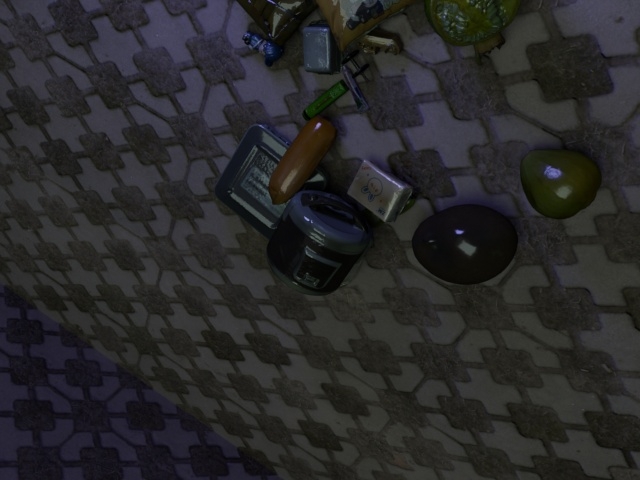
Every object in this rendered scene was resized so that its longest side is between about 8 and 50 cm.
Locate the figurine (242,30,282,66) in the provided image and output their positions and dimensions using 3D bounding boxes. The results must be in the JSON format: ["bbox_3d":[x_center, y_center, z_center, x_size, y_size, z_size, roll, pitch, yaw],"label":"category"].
[{"bbox_3d":[-0.199,-0.675,1.766,0.149,0.086,0.087,39,86,16],"label":"figurine"}]

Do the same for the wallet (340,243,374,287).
[{"bbox_3d":[0.028,0.044,2.036,0.335,0.068,0.274,29,121,17],"label":"wallet"}]

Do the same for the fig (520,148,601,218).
[{"bbox_3d":[0.705,-0.170,1.515,0.230,0.207,0.207,23,127,42],"label":"fig"}]

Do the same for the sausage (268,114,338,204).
[{"bbox_3d":[-0.078,-0.276,1.798,0.134,0.116,0.354,39,97,32],"label":"sausage"}]

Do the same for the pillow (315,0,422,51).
[{"bbox_3d":[0.113,-0.778,1.510,0.310,0.119,0.312,-26,101,21],"label":"pillow"}]

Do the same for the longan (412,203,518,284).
[{"bbox_3d":[0.474,0.016,1.685,0.350,0.288,0.288,-7,112,41],"label":"longan"}]

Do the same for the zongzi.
[{"bbox_3d":[-0.119,-0.819,1.634,0.289,0.123,0.260,-41,87,19],"label":"zongzi"}]

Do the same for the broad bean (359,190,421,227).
[{"bbox_3d":[0.243,-0.109,1.853,0.325,0.067,0.075,-25,128,31],"label":"broad bean"}]

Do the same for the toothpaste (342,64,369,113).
[{"bbox_3d":[0.115,-0.514,1.720,0.045,0.028,0.170,-14,112,38],"label":"toothpaste"}]

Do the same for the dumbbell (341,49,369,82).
[{"bbox_3d":[0.114,-0.579,1.660,0.069,0.069,0.147,-32,98,35],"label":"dumbbell"}]

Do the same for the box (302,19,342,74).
[{"bbox_3d":[0.003,-0.632,1.671,0.124,0.093,0.172,9,119,22],"label":"box"}]

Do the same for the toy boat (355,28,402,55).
[{"bbox_3d":[0.161,-0.636,1.616,0.206,0.064,0.072,21,141,18],"label":"toy boat"}]

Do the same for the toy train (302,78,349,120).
[{"bbox_3d":[0.007,-0.484,1.778,0.209,0.042,0.044,-31,99,34],"label":"toy train"}]

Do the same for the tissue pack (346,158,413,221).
[{"bbox_3d":[0.207,-0.173,1.771,0.196,0.092,0.148,39,116,28],"label":"tissue pack"}]

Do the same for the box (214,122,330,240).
[{"bbox_3d":[-0.195,-0.215,1.963,0.367,0.090,0.373,38,117,2],"label":"box"}]

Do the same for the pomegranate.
[{"bbox_3d":[0.424,-0.643,1.391,0.260,0.260,0.340,-5,141,28],"label":"pomegranate"}]

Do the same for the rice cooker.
[{"bbox_3d":[0.000,0.000,1.811,0.335,0.335,0.325,35,118,5],"label":"rice cooker"}]
